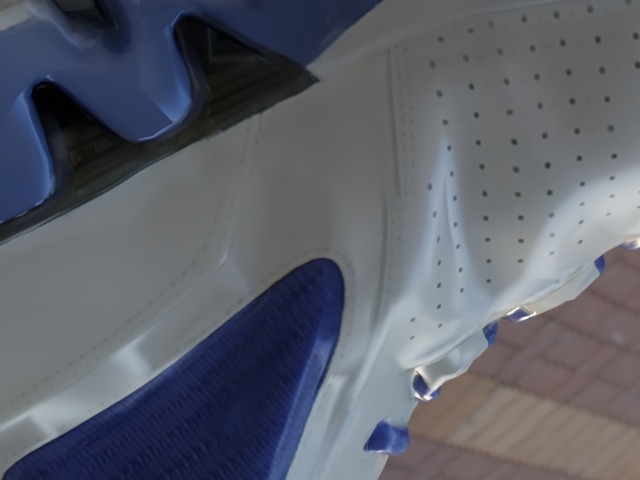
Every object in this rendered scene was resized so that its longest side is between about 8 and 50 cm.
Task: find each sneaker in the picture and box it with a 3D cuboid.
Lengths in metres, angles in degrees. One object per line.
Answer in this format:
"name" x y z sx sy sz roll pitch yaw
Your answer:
"sneaker" -0.001 0.000 0.393 0.315 0.127 0.182 -15 120 -8
